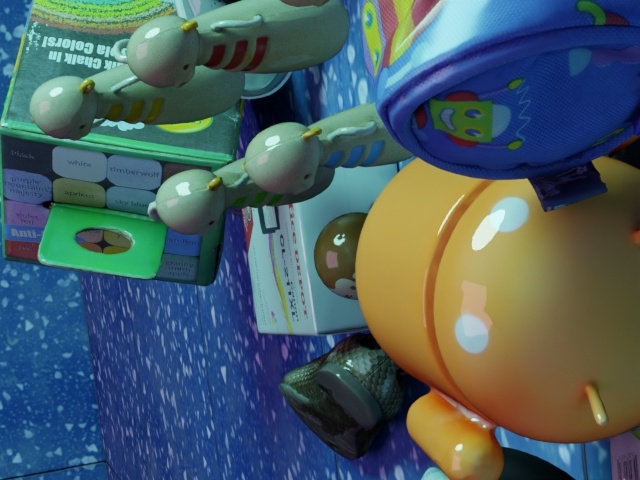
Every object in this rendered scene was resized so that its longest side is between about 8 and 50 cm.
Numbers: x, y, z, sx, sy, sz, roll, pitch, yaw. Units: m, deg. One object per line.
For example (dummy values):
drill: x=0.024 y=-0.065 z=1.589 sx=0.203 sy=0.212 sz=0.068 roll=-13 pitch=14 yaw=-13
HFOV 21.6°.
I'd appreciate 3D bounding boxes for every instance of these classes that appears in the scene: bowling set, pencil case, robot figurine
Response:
bowling set: x=-0.026 y=-0.056 z=0.977 sx=0.287 sy=0.154 sz=0.200 roll=-29 pitch=80 yaw=49
pencil case: x=0.073 y=-0.173 z=0.663 sx=0.119 sy=0.133 sz=0.306 roll=118 pitch=149 yaw=-65
robot figurine: x=0.093 y=0.017 z=0.751 sx=0.128 sy=0.158 sz=0.219 roll=62 pitch=169 yaw=-14

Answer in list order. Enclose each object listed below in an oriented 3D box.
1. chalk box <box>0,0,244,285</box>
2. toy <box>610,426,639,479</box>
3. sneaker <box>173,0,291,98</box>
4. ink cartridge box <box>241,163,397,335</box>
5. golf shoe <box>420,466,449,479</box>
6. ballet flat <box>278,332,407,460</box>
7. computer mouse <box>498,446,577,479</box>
chalk box: x=-0.154 y=-0.083 z=1.333 sx=0.179 sy=0.180 sz=0.289 roll=104 pitch=174 yaw=-55
toy: x=0.171 y=0.191 z=0.696 sx=0.137 sy=0.056 sz=0.237 roll=127 pitch=137 yaw=-74
sneaker: x=-0.038 y=-0.211 z=1.130 sx=0.178 sy=0.123 sz=0.296 roll=-107 pitch=16 yaw=-62
ink cartridge box: x=0.000 y=0.000 z=1.178 sx=0.175 sy=0.072 sz=0.127 roll=168 pitch=94 yaw=-75
golf shoe: x=0.073 y=0.172 z=1.029 sx=0.176 sy=0.069 sz=0.086 roll=106 pitch=157 yaw=-55
ballet flat: x=0.021 y=0.106 z=1.209 sx=0.084 sy=0.058 sz=0.250 roll=43 pitch=165 yaw=4
computer mouse: x=0.124 y=0.225 z=0.790 sx=0.188 sy=0.072 sz=0.272 roll=24 pitch=-125 yaw=-54
